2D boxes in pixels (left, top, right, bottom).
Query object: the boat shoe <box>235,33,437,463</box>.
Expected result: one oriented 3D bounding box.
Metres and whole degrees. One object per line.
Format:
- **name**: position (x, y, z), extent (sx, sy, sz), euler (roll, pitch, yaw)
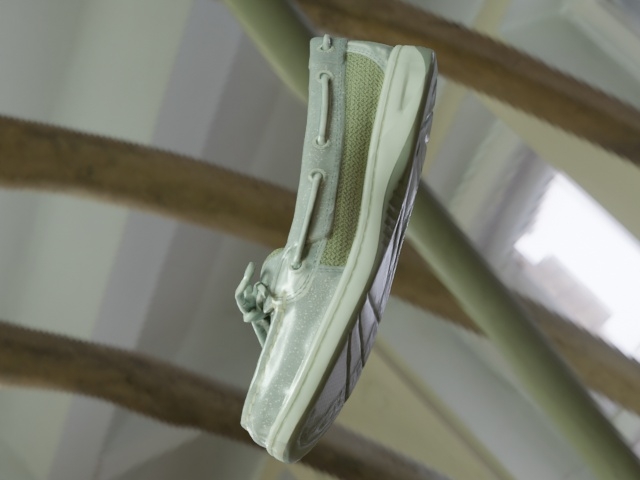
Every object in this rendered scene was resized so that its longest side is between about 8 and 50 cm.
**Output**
- **boat shoe**: position (0.000, -0.002, 1.007), extent (0.118, 0.103, 0.320), euler (82, -157, -66)
